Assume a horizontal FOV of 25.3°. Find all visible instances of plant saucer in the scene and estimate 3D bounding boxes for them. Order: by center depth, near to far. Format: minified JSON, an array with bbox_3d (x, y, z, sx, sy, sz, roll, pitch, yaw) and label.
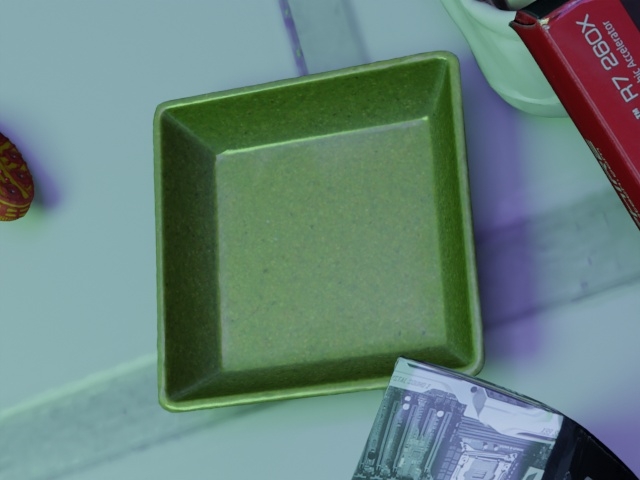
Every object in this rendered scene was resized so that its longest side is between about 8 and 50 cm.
[{"bbox_3d":[0.000,0.000,0.813,0.188,0.045,0.188,-9,72,18],"label":"plant saucer"}]

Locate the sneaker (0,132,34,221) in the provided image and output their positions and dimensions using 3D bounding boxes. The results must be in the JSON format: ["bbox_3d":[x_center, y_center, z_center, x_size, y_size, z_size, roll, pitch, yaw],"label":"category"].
[{"bbox_3d":[-0.249,-0.053,0.918,0.175,0.064,0.067,34,108,29],"label":"sneaker"}]

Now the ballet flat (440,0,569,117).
[{"bbox_3d":[0.064,-0.252,0.817,0.139,0.139,0.400,-31,67,9],"label":"ballet flat"}]

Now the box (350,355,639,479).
[{"bbox_3d":[0.043,0.222,0.627,0.076,0.242,0.308,19,81,23],"label":"box"}]

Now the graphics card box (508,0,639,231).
[{"bbox_3d":[0.306,-0.108,0.658,0.371,0.094,0.233,-32,98,7],"label":"graphics card box"}]
